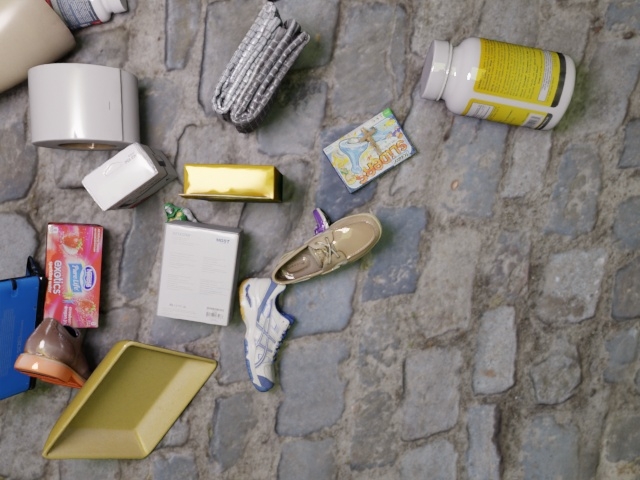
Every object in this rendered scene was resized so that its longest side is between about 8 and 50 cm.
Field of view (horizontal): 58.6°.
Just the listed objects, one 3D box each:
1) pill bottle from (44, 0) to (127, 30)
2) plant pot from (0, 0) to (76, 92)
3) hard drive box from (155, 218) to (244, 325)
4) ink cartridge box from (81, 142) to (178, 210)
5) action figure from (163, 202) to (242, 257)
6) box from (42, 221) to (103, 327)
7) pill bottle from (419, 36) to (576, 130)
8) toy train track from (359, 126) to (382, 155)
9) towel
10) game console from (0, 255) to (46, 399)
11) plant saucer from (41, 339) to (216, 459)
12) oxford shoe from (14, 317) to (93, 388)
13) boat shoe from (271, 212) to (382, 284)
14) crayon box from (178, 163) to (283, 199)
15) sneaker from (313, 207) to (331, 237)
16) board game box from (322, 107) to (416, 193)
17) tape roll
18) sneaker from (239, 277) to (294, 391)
[{"bbox_3d":[-0.582,-0.590,1.413,0.180,0.108,0.107,-13,93,1],"label":"pill bottle"},{"bbox_3d":[-0.762,-0.452,1.312,0.256,0.256,0.274,38,76,-2],"label":"plant pot"},{"bbox_3d":[-0.295,0.077,1.404,0.181,0.089,0.232,9,99,0],"label":"hard drive box"},{"bbox_3d":[-0.454,-0.152,1.383,0.159,0.218,0.092,-35,93,2],"label":"ink cartridge box"},{"bbox_3d":[-0.329,-0.004,1.474,0.137,0.063,0.232,-39,89,5],"label":"action figure"},{"bbox_3d":[-0.619,0.084,1.424,0.128,0.123,0.256,3,93,-26],"label":"box"},{"bbox_3d":[0.423,-0.389,1.393,0.334,0.188,0.187,11,93,-2],"label":"pill bottle"},{"bbox_3d":[0.129,-0.252,1.450,0.048,0.014,0.083,-38,98,-6],"label":"toy train track"},{"bbox_3d":[-0.141,-0.396,1.367,0.121,0.235,0.283,33,93,-6],"label":"towel"},{"bbox_3d":[-0.755,0.205,1.345,0.173,0.250,0.293,15,102,25],"label":"game console"},{"bbox_3d":[-0.466,0.382,1.400,0.081,0.333,0.332,39,92,33],"label":"plant saucer"},{"bbox_3d":[-0.601,0.276,1.360,0.130,0.363,0.132,13,68,-6],"label":"oxford shoe"},{"bbox_3d":[0.013,0.030,1.399,0.302,0.098,0.109,-26,97,23],"label":"boat shoe"},{"bbox_3d":[-0.197,-0.131,1.336,0.202,0.318,0.081,2,93,-1],"label":"crayon box"},{"bbox_3d":[0.000,0.000,1.473,0.071,0.068,0.169,-9,94,6],"label":"sneaker"},{"bbox_3d":[0.126,-0.231,1.475,0.201,0.035,0.136,-33,93,1],"label":"board game box"},{"bbox_3d":[-0.560,-0.309,1.361,0.246,0.246,0.169,-1,93,0],"label":"tape roll"},{"bbox_3d":[-0.129,0.241,1.461,0.131,0.112,0.296,-6,94,-1],"label":"sneaker"}]
